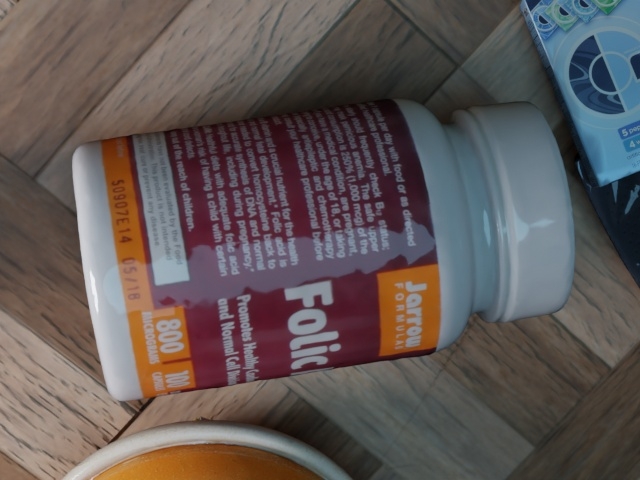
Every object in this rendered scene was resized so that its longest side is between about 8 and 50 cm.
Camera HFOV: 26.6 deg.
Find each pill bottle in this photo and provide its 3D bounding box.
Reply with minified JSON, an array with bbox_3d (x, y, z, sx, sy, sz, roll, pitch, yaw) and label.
[{"bbox_3d":[0.000,0.000,1.156,0.392,0.224,0.224,-9,107,-6],"label":"pill bottle"}]

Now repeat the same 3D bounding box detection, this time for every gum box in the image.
[{"bbox_3d":[0.286,-0.160,1.220,0.157,0.041,0.184,-22,89,1],"label":"gum box"}]

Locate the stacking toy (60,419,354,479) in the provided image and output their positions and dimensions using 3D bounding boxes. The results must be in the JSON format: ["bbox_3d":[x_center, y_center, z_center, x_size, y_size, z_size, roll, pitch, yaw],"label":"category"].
[{"bbox_3d":[-0.091,0.403,1.107,0.351,0.480,0.350,-2,115,-4],"label":"stacking toy"}]

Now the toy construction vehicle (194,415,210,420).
[{"bbox_3d":[-0.108,0.213,1.303,0.086,0.035,0.098,21,110,-13],"label":"toy construction vehicle"}]

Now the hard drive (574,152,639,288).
[{"bbox_3d":[0.362,-0.021,1.299,0.172,0.054,0.254,-35,107,2],"label":"hard drive"}]
